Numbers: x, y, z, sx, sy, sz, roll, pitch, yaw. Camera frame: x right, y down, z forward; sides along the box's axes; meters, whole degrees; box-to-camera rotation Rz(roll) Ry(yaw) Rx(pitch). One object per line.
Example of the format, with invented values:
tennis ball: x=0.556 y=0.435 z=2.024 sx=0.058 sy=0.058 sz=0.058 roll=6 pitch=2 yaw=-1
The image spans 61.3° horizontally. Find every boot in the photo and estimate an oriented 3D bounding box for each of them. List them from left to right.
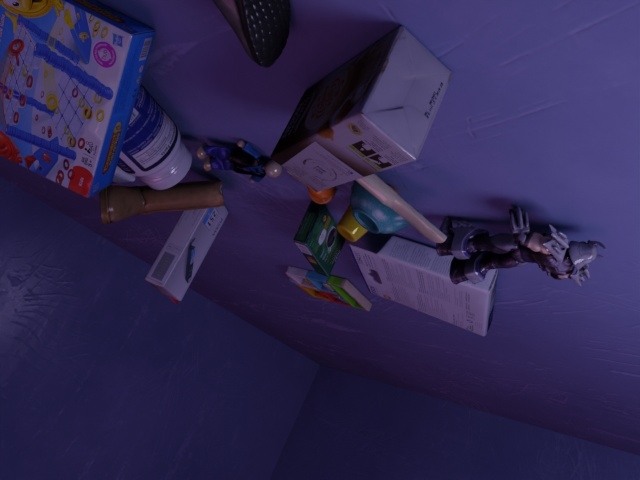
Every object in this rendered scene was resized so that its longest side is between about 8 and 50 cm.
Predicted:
boot: x=-0.366 y=-0.102 z=1.277 sx=0.270 sy=0.089 sz=0.236 roll=-5 pitch=-167 yaw=-10
boot: x=-0.138 y=-0.335 z=0.662 sx=0.161 sy=0.083 sz=0.246 roll=23 pitch=157 yaw=29

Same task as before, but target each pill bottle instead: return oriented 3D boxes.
pill bottle: x=-0.388 y=-0.227 z=1.118 sx=0.153 sy=0.153 sz=0.264 roll=15 pitch=158 yaw=28

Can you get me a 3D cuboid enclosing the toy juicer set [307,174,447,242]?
toy juicer set: x=0.088 y=-0.091 z=1.000 sx=0.209 sy=0.089 sz=0.329 roll=46 pitch=163 yaw=-18

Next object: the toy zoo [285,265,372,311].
toy zoo: x=0.009 y=0.158 z=1.820 sx=0.293 sy=0.030 sz=0.192 roll=10 pitch=156 yaw=39

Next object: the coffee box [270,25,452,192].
coffee box: x=0.045 y=-0.167 z=0.750 sx=0.098 sy=0.141 sz=0.246 roll=34 pitch=159 yaw=-23

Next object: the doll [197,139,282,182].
doll: x=-0.167 y=-0.166 z=1.163 sx=0.189 sy=0.046 sz=0.129 roll=11 pitch=148 yaw=21

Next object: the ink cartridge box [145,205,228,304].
ink cartridge box: x=-0.355 y=0.030 z=1.535 sx=0.066 sy=0.296 sz=0.261 roll=21 pitch=161 yaw=13

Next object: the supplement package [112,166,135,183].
supplement package: x=-0.546 y=-0.225 z=1.205 sx=0.203 sy=0.149 sz=0.194 roll=-3 pitch=162 yaw=21

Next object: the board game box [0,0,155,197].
board game box: x=-0.473 y=-0.276 z=0.913 sx=0.302 sy=0.086 sz=0.308 roll=26 pitch=116 yaw=-2

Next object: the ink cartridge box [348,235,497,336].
ink cartridge box: x=0.255 y=0.102 z=1.311 sx=0.330 sy=0.071 sz=0.324 roll=21 pitch=161 yaw=23

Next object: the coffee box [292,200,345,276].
coffee box: x=0.000 y=0.000 z=1.292 sx=0.040 sy=0.113 sz=0.184 roll=14 pitch=160 yaw=26

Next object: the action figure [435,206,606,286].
action figure: x=0.342 y=0.014 z=0.936 sx=0.285 sy=0.099 sz=0.185 roll=-2 pitch=140 yaw=47
